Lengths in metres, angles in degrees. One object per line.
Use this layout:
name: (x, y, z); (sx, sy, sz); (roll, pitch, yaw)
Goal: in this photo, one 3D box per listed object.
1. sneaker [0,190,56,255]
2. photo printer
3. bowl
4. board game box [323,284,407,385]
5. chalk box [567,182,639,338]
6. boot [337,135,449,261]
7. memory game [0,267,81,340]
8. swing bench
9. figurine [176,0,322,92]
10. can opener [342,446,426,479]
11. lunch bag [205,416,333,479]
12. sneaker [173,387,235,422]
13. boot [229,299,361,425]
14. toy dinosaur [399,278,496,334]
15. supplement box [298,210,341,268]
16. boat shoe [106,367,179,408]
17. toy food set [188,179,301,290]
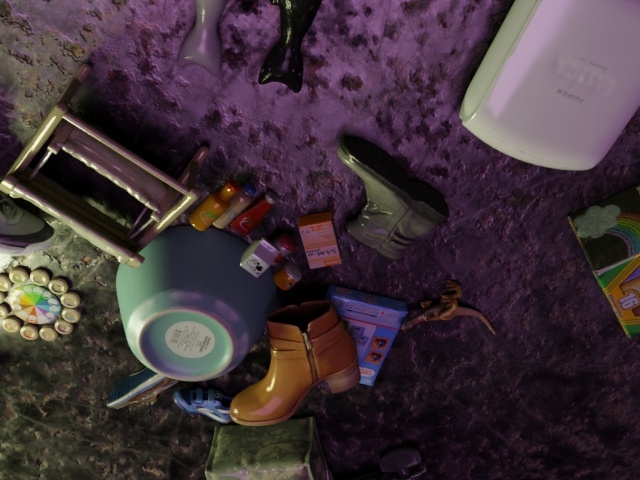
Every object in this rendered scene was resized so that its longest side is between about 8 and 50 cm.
sneaker: (-0.577, -0.078, 1.303); (0.269, 0.101, 0.153); (22, 124, -12)
photo printer: (0.379, -0.259, 1.183); (0.256, 0.107, 0.307); (19, 122, -13)
bowl: (-0.241, 0.144, 1.425); (0.312, 0.163, 0.311); (0, 125, 0)
board game box: (0.063, 0.195, 1.536); (0.160, 0.039, 0.211); (14, 123, -10)
chalk box: (0.617, 0.003, 1.324); (0.289, 0.180, 0.179); (-26, 121, 18)
boot: (0.092, -0.060, 1.340); (0.246, 0.083, 0.161); (35, 123, -20)
memory game: (-0.565, 0.129, 1.502); (0.186, 0.012, 0.186); (0, 125, -1)
swing bench: (-0.361, -0.100, 1.254); (0.253, 0.165, 0.254); (34, 118, -22)
figurine: (-0.110, -0.332, 1.147); (0.215, 0.092, 0.209); (10, 128, -6)
can opener: (0.115, 0.555, 1.779); (0.280, 0.074, 0.093); (-24, 87, 14)
lunch bag: (-0.099, 0.550, 1.702); (0.235, 0.169, 0.287); (-8, 120, 8)
sneaker: (-0.243, 0.341, 1.629); (0.144, 0.053, 0.059); (22, 123, -25)
boot: (-0.069, 0.235, 1.463); (0.284, 0.109, 0.220); (-17, 130, 4)
toy dinosaur: (0.254, 0.136, 1.498); (0.212, 0.064, 0.112); (-3, 137, -13)
supplement box: (0.000, 0.000, 1.402); (0.062, 0.036, 0.098); (-10, 124, 7)
boat shoe: (-0.366, 0.312, 1.598); (0.183, 0.066, 0.066); (-30, 121, 19)
toy food set: (-0.106, -0.021, 1.341); (0.232, 0.111, 0.104); (39, 116, -21)
